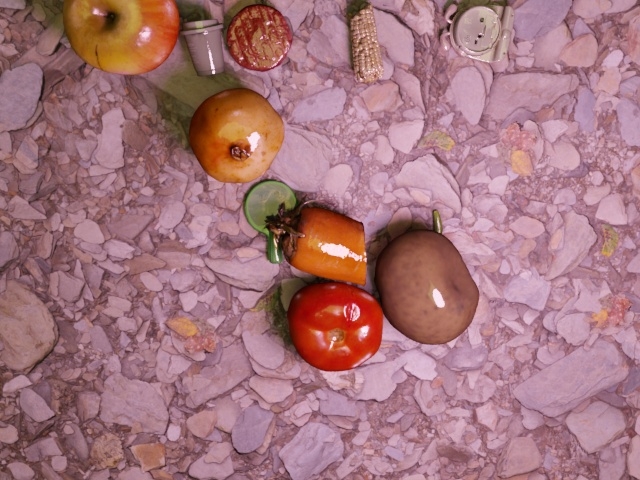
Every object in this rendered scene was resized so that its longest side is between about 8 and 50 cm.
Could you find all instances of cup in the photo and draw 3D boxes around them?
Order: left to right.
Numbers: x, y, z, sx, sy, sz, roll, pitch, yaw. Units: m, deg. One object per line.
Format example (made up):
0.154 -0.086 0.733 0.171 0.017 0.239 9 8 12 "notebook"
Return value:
-0.313 -0.523 1.499 0.119 0.120 0.141 -9 112 0 "cup"

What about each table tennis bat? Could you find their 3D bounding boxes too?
-0.144 -0.054 1.669 0.160 0.039 0.257 -4 103 -2 "table tennis bat"

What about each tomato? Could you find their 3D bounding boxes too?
0.040 0.246 1.657 0.298 0.226 0.299 -2 112 -4 "tomato"

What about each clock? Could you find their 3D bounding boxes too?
0.434 -0.583 1.541 0.190 0.062 0.152 7 104 -4 "clock"

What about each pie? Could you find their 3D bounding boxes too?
-0.170 -0.559 1.527 0.182 0.050 0.183 0 105 -1 "pie"

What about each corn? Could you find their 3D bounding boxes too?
0.121 -0.542 1.527 0.086 0.087 0.211 -12 103 1 "corn"

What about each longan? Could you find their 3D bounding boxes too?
0.308 0.136 1.622 0.288 0.288 0.351 -22 99 3 "longan"

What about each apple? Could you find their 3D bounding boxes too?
-0.505 -0.560 1.417 0.285 0.233 0.286 1 106 2 "apple"

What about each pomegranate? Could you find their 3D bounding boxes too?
-0.223 -0.279 1.493 0.263 0.264 0.265 -1 105 -2 "pomegranate"

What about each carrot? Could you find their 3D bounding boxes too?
0.000 0.000 1.592 0.330 0.193 0.214 13 119 -11 "carrot"

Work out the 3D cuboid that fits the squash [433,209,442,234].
0.360 -0.050 1.697 0.027 0.027 0.089 -6 104 -1 "squash"
